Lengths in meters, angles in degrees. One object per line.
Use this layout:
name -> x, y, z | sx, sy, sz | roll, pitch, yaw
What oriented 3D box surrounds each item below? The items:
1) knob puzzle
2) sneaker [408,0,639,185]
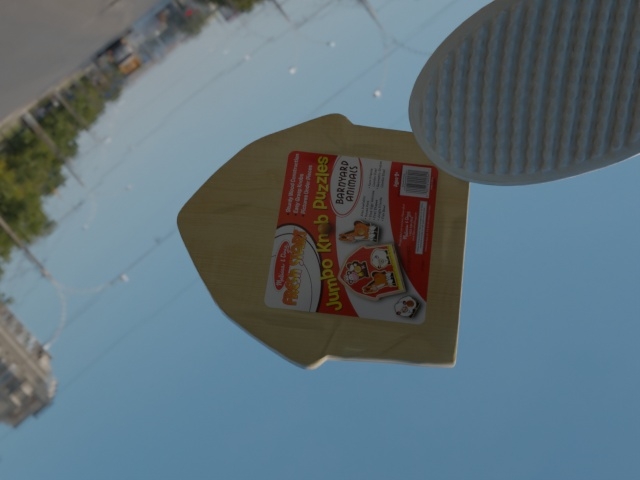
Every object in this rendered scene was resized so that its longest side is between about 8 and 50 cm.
knob puzzle -> 0.000, 0.000, 0.755 | 0.213, 0.213, 0.030 | -44, 161, -20
sneaker -> 0.188, -0.120, 0.599 | 0.282, 0.102, 0.161 | -25, -172, 21
